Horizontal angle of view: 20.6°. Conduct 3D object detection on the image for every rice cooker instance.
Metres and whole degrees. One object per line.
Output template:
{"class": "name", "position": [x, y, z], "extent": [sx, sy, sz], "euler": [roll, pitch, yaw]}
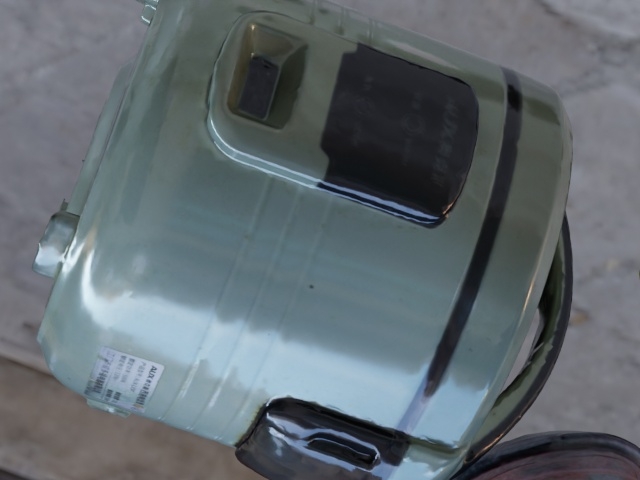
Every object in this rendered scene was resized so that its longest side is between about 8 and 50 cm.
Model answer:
{"class": "rice cooker", "position": [0.000, 0.000, 0.808], "extent": [0.244, 0.226, 0.226], "euler": [22, 156, -10]}

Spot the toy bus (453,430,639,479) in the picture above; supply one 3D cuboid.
{"class": "toy bus", "position": [0.154, 0.257, 0.942], "extent": [0.127, 0.147, 0.303], "euler": [-15, 113, 7]}
